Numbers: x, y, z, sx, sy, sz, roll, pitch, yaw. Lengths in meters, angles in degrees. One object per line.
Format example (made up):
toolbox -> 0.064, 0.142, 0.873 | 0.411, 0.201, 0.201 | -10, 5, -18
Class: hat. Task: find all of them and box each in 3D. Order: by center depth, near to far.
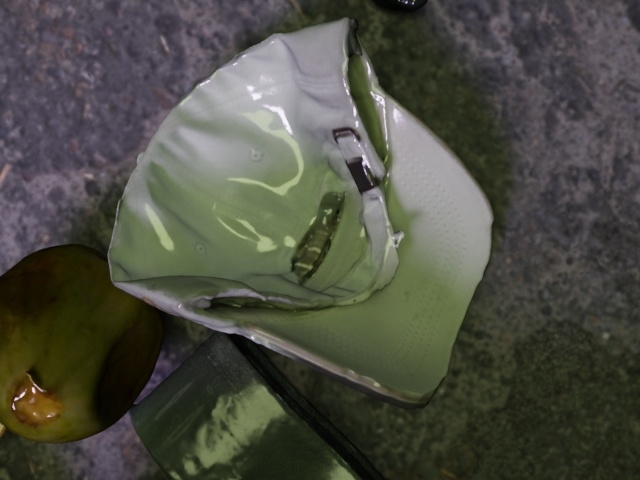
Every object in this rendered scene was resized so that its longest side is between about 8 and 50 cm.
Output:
hat -> 0.000, -0.003, 0.613 | 0.301, 0.168, 0.258 | 36, 69, -20

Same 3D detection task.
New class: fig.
fig -> -0.196, 0.084, 0.572 | 0.154, 0.166, 0.144 | 16, 112, -22

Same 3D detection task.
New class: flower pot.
flower pot -> -0.039, 0.184, 0.612 | 0.108, 0.103, 0.229 | -44, 86, 0

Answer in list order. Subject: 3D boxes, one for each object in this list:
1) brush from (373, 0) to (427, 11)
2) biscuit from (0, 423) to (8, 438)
brush -> 0.114, -0.356, 0.649 | 0.070, 0.051, 0.323 | 20, 92, 10
biscuit -> -0.334, 0.113, 0.655 | 0.240, 0.035, 0.158 | -28, 89, -5
